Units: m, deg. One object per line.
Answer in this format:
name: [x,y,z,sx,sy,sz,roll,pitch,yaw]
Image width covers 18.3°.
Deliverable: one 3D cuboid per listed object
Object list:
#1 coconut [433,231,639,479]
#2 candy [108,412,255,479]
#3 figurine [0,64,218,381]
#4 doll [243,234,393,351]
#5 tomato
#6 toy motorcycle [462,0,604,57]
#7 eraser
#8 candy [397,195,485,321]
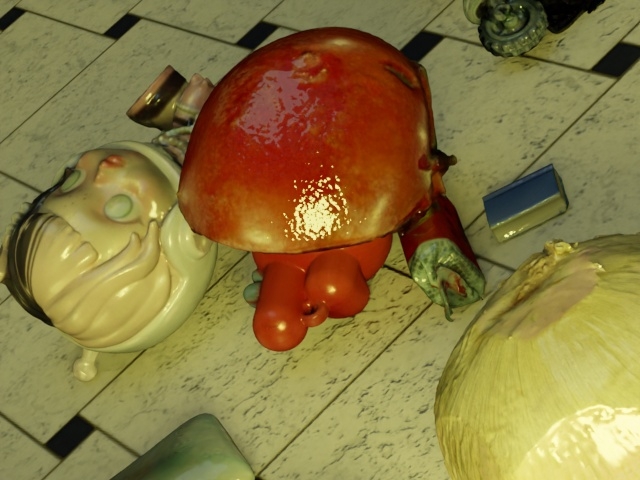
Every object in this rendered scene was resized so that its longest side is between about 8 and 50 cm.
coconut: [0.235,0.135,1.606,0.297,0.254,0.297,-23,32,15]
candy: [-0.156,0.254,1.986,0.174,0.071,0.138,-37,31,-4]
figurine: [-0.187,-0.021,2.264,0.361,0.211,0.253,-45,28,-20]
doll: [0.000,0.000,2.140,0.161,0.130,0.290,-10,43,23]
tomato: [-0.012,-0.126,2.053,0.309,0.170,0.309,-3,30,2]
toy motorcycle: [0.270,-0.326,2.363,0.270,0.106,0.159,-46,38,-12]
eraser: [0.215,-0.040,2.086,0.085,0.027,0.063,-27,30,14]
candy: [0.119,0.001,2.069,0.059,0.086,0.292,-36,29,12]
